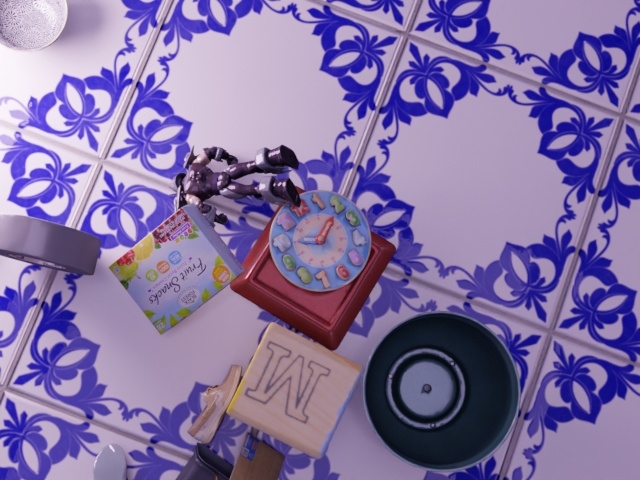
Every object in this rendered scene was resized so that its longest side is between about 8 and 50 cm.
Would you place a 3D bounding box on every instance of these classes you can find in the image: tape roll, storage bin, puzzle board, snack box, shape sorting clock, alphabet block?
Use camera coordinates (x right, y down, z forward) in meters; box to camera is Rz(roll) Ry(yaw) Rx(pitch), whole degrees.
[{"bbox_3d":[-0.537,0.007,1.734,0.219,0.219,0.072,13,81,-1],"label":"tape roll"},{"bbox_3d":[-0.213,0.475,1.737,0.135,0.098,0.091,39,92,-15],"label":"storage bin"},{"bbox_3d":[-0.124,0.447,1.745,0.096,0.011,0.128,37,40,-16],"label":"puzzle board"},{"bbox_3d":[-0.282,0.056,1.772,0.207,0.070,0.174,-36,92,18],"label":"snack box"},{"bbox_3d":[0.000,0.000,1.807,0.206,0.040,0.206,0,81,-2],"label":"shape sorting clock"},{"bbox_3d":[-0.051,0.288,1.734,0.197,0.192,0.193,26,79,0],"label":"alphabet block"}]

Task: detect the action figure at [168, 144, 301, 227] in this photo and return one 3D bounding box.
[{"bbox_3d":[-0.185,-0.114,1.813,0.285,0.099,0.185,-3,72,22],"label":"action figure"}]

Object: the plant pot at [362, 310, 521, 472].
[{"bbox_3d":[0.219,0.289,1.743,0.293,0.196,0.293,0,82,-2],"label":"plant pot"}]

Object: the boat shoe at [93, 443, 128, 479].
[{"bbox_3d":[-0.402,0.495,1.751,0.065,0.083,0.183,-8,55,-5],"label":"boat shoe"}]

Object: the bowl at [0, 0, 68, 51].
[{"bbox_3d":[-0.603,-0.459,1.872,0.170,0.080,0.170,0,81,-3],"label":"bowl"}]

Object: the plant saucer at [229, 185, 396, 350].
[{"bbox_3d":[-0.013,0.052,1.843,0.259,0.048,0.258,31,81,1],"label":"plant saucer"}]

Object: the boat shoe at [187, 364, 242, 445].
[{"bbox_3d":[-0.210,0.319,1.783,0.059,0.063,0.170,26,82,-5],"label":"boat shoe"}]
